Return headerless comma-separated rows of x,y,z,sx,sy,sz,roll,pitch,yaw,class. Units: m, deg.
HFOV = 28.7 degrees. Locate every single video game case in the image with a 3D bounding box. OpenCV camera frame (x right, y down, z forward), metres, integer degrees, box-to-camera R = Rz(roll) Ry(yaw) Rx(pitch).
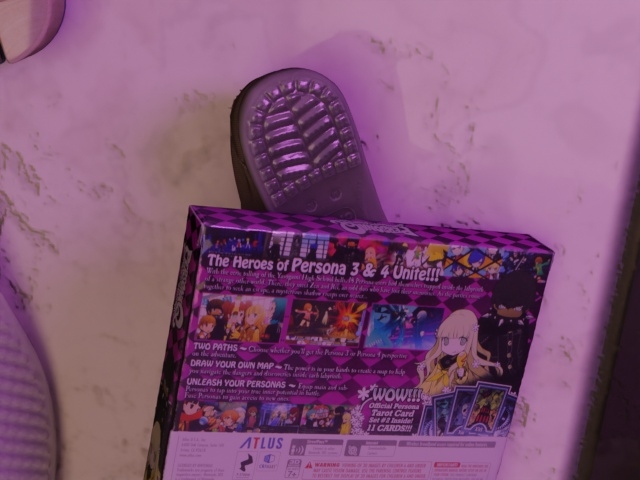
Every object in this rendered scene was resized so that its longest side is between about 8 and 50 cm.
0.015,0.090,0.775,0.232,0.042,0.210,4,109,-22,video game case

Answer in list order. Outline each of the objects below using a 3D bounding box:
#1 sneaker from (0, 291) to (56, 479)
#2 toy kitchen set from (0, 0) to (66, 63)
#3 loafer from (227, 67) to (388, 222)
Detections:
-0.305,0.082,0.912,0.150,0.135,0.366,2,110,40,sneaker
-0.283,-0.184,0.826,0.207,0.122,0.166,-16,103,0,toy kitchen set
0.000,0.000,0.809,0.094,0.087,0.251,-18,116,-13,loafer
